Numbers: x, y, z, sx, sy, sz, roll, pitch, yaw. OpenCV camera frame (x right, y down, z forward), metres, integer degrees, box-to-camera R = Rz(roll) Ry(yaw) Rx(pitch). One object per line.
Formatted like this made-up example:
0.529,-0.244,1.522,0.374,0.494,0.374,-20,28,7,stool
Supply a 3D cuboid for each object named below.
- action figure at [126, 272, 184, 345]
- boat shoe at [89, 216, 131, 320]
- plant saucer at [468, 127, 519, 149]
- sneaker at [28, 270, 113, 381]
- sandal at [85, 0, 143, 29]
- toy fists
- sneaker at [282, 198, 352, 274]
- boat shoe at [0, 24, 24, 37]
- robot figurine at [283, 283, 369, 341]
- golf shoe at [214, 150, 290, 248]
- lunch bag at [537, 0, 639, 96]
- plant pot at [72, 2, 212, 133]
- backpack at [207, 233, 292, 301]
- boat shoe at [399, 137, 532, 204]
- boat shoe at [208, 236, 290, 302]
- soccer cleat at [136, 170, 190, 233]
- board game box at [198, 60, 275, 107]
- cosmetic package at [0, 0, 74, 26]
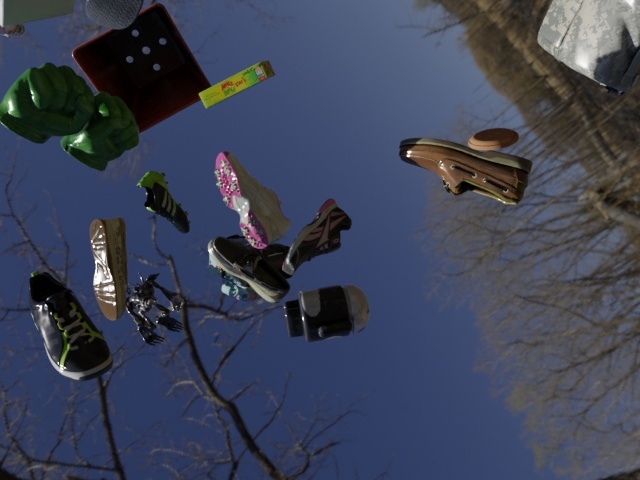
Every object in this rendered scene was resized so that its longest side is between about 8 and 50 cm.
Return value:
-0.520,0.215,1.866,0.141,0.164,0.276,51,178,-39,action figure
-0.567,0.078,1.663,0.089,0.104,0.285,-15,-74,-54,boat shoe
0.293,-0.174,1.019,0.083,0.083,0.013,-66,-33,-59,plant saucer
-0.423,0.133,0.978,0.084,0.097,0.234,-31,-129,-33,sneaker
-0.389,-0.517,1.212,0.097,0.254,0.054,30,-129,-32,sandal
-0.453,-0.228,1.126,0.096,0.142,0.279,45,-172,27,toy fists
0.000,0.000,1.156,0.077,0.072,0.178,36,-111,5,sneaker
-0.968,-0.678,1.876,0.075,0.083,0.226,21,-166,-24,boat shoe
0.022,0.239,1.960,0.174,0.278,0.209,90,170,-59,robot figurine
-0.200,-0.127,1.760,0.140,0.115,0.306,-25,-94,-38,golf shoe
0.696,-0.527,1.407,0.212,0.305,0.256,1,-140,-23,lunch bag
-0.487,-0.500,1.678,0.267,0.267,0.236,61,-177,-34,plant pot
-0.232,0.076,1.914,0.253,0.191,0.225,22,-158,38,backpack
0.312,-0.158,1.360,0.307,0.104,0.110,15,179,27,boat shoe
-0.164,0.059,1.434,0.223,0.073,0.080,40,-135,-9,boat shoe
-0.367,-0.079,1.405,0.072,0.060,0.179,-48,-50,-32,soccer cleat
-0.212,-0.400,1.537,0.043,0.181,0.092,64,-165,-15,board game box
-0.513,-0.580,0.999,0.156,0.385,0.217,-34,-98,-38,cosmetic package
